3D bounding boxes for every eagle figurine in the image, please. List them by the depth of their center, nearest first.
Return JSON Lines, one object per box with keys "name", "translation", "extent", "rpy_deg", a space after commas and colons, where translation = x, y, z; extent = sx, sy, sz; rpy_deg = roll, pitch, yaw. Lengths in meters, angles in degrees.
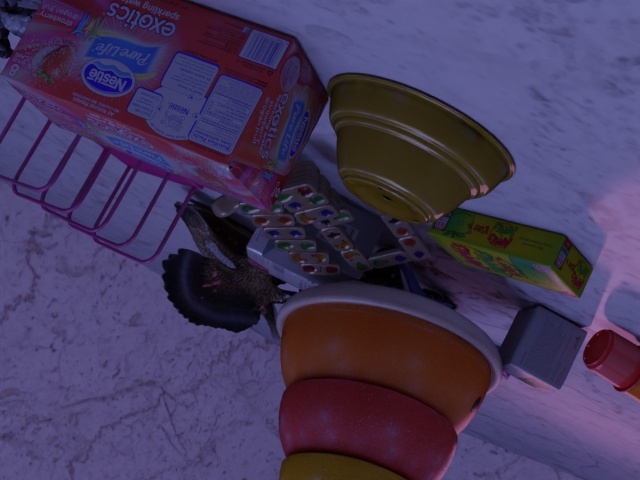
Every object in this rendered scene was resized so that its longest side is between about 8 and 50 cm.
{"name": "eagle figurine", "translation": [-0.153, 0.060, 2.083], "extent": [0.298, 0.225, 0.226], "rpy_deg": [10, 173, -10]}

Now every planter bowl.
{"name": "planter bowl", "translation": [0.085, -0.078, 1.161], "extent": [0.217, 0.090, 0.217], "rpy_deg": [26, 170, 5]}

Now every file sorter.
{"name": "file sorter", "translation": [-0.384, -0.109, 1.881], "extent": [0.202, 0.182, 0.290], "rpy_deg": [19, 166, 39]}

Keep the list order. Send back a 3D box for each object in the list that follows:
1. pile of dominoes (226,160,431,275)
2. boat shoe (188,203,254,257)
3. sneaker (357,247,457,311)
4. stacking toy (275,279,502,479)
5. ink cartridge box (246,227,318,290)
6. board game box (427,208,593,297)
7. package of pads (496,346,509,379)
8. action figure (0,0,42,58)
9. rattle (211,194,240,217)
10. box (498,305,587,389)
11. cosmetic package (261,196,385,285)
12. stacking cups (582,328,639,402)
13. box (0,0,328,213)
{"name": "pile of dominoes", "translation": [0.011, -0.012, 1.471], "extent": [0.195, 0.040, 0.251], "rpy_deg": [-14, 141, 24]}
{"name": "boat shoe", "translation": [-0.201, -0.016, 2.200], "extent": [0.178, 0.060, 0.064], "rpy_deg": [28, 169, -5]}
{"name": "sneaker", "translation": [0.144, 0.121, 1.852], "extent": [0.129, 0.147, 0.330], "rpy_deg": [14, 144, 30]}
{"name": "stacking toy", "translation": [0.050, 0.332, 1.594], "extent": [0.350, 0.480, 0.351], "rpy_deg": [14, 154, 7]}
{"name": "ink cartridge box", "translation": [-0.011, 0.038, 1.922], "extent": [0.217, 0.092, 0.158], "rpy_deg": [28, 169, 3]}
{"name": "board game box", "translation": [0.230, 0.012, 1.356], "extent": [0.181, 0.043, 0.092], "rpy_deg": [17, 166, 42]}
{"name": "package of pads", "translation": [0.327, 0.226, 2.101], "extent": [0.083, 0.050, 0.032], "rpy_deg": [17, 160, 43]}
{"name": "action figure", "translation": [-0.325, -0.238, 1.379], "extent": [0.185, 0.099, 0.285], "rpy_deg": [30, 169, 39]}
{"name": "rattle", "translation": [-0.111, -0.110, 1.562], "extent": [0.143, 0.130, 0.200], "rpy_deg": [44, -161, -3]}
{"name": "box", "translation": [0.328, 0.163, 1.669], "extent": [0.087, 0.102, 0.101], "rpy_deg": [29, 170, -3]}
{"name": "cosmetic package", "translation": [0.000, 0.000, 1.700], "extent": [0.127, 0.107, 0.238], "rpy_deg": [27, 172, -10]}
{"name": "stacking cups", "translation": [0.513, 0.227, 1.590], "extent": [0.316, 0.096, 0.096], "rpy_deg": [32, 168, -10]}
{"name": "box", "translation": [-0.164, -0.163, 1.190], "extent": [0.299, 0.154, 0.142], "rpy_deg": [22, 168, 22]}
